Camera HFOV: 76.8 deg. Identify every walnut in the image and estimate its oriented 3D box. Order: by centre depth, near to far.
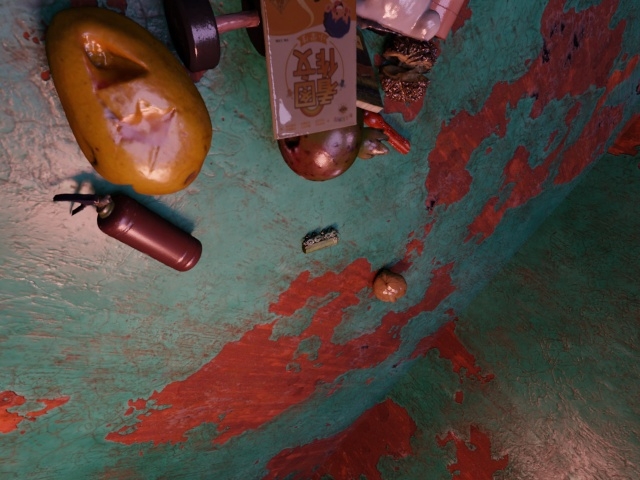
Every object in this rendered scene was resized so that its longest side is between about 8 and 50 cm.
[{"bbox_3d":[0.307,0.204,1.803,0.167,0.149,0.166,-13,163,-4],"label":"walnut"}]

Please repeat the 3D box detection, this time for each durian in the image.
[{"bbox_3d":[0.249,-0.472,1.118,0.196,0.167,0.196,-40,157,-21],"label":"durian"}]

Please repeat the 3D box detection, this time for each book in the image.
[{"bbox_3d":[-0.014,-0.368,0.812,0.208,0.020,0.295,-19,122,-27],"label":"book"},{"bbox_3d":[0.067,-0.426,0.968,0.160,0.228,0.024,-1,164,-41],"label":"book"}]

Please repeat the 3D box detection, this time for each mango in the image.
[{"bbox_3d":[-0.360,-0.253,0.778,0.253,0.182,0.364,-32,129,-10],"label":"mango"}]

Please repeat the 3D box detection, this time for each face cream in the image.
[{"bbox_3d":[0.277,-0.594,1.032,0.149,0.149,0.104,-1,126,-41],"label":"face cream"}]

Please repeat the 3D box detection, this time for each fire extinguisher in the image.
[{"bbox_3d":[-0.448,-0.027,0.964,0.138,0.102,0.344,-17,148,22],"label":"fire extinguisher"}]

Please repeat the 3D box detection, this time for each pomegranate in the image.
[{"bbox_3d":[0.038,-0.288,1.036,0.306,0.242,0.242,-22,137,-22],"label":"pomegranate"}]

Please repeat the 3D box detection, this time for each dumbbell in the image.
[{"bbox_3d":[-0.174,-0.427,0.786,0.218,0.152,0.152,-24,137,-23],"label":"dumbbell"}]

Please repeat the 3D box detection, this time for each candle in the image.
[{"bbox_3d":[0.204,-0.350,1.277,0.051,0.048,0.329,-43,145,21],"label":"candle"}]

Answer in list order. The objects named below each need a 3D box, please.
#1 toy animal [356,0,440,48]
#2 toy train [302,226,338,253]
[{"bbox_3d":[0.182,-0.637,0.877,0.258,0.194,0.357,17,115,-2],"label":"toy animal"},{"bbox_3d":[0.000,0.000,1.423,0.148,0.038,0.071,-17,134,-28],"label":"toy train"}]
